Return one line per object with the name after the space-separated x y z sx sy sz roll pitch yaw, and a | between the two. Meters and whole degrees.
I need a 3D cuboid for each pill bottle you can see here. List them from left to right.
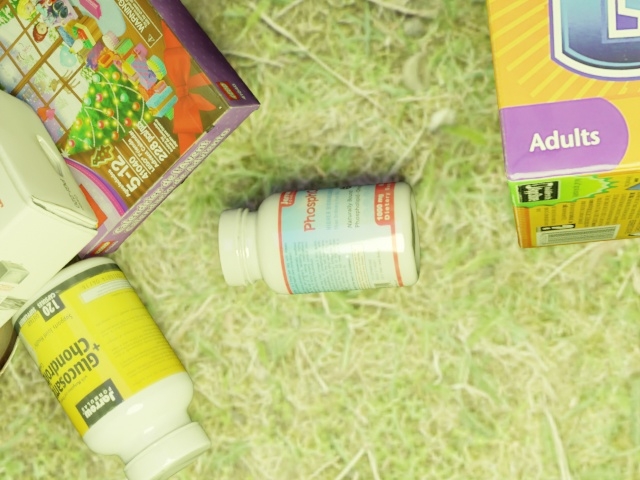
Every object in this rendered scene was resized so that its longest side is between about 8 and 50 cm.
-0.171 0.113 1.224 0.103 0.103 0.184 -35 78 3 | pill bottle
0.000 0.000 1.220 0.160 0.087 0.087 -5 82 8 | pill bottle

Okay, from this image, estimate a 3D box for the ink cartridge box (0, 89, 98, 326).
-0.307 -0.003 1.198 0.218 0.092 0.158 -42 59 12 | ink cartridge box

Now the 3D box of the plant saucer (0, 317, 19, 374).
-0.338 0.066 1.295 0.168 0.029 0.168 -1 82 8 | plant saucer

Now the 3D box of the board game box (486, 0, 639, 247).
0.298 -0.205 1.060 0.356 0.356 0.356 -6 82 8 | board game box

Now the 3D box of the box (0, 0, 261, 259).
-0.212 -0.159 1.255 0.201 0.057 0.293 -43 78 24 | box
